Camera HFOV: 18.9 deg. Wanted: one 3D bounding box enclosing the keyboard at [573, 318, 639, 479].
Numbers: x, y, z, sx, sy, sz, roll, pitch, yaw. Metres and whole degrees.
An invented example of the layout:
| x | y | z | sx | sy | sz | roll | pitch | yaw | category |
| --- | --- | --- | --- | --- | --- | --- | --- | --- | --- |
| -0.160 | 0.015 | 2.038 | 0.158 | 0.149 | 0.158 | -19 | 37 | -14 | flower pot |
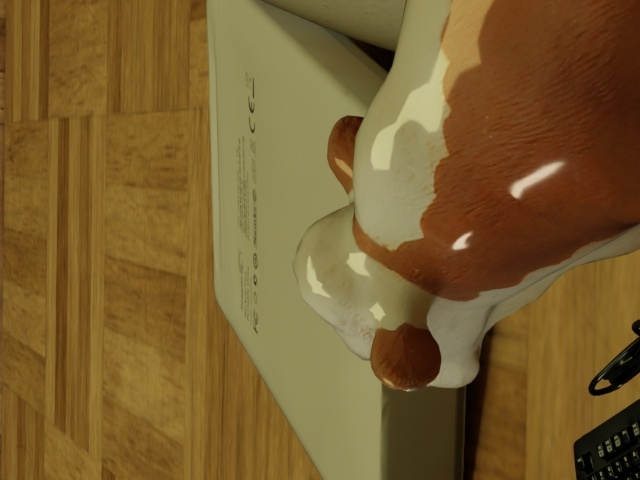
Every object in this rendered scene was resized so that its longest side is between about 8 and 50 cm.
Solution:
| x | y | z | sx | sy | sz | roll | pitch | yaw | category |
| --- | --- | --- | --- | --- | --- | --- | --- | --- | --- |
| 0.127 | 0.071 | 0.713 | 0.192 | 0.038 | 0.100 | 129 | 138 | -62 | keyboard |

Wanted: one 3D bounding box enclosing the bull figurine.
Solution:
| x | y | z | sx | sy | sz | roll | pitch | yaw | category |
| --- | --- | --- | --- | --- | --- | --- | --- | --- | --- |
| 0.099 | -0.085 | 0.553 | 0.101 | 0.188 | 0.310 | -122 | 36 | -60 | bull figurine |

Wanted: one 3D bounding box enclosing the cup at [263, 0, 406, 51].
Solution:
| x | y | z | sx | sy | sz | roll | pitch | yaw | category |
| --- | --- | --- | --- | --- | --- | --- | --- | --- | --- |
| 0.001 | -0.230 | 0.788 | 0.331 | 0.236 | 0.331 | 180 | 90 | -72 | cup |

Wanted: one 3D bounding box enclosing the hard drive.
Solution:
| x | y | z | sx | sy | sz | roll | pitch | yaw | category |
| --- | --- | --- | --- | --- | --- | --- | --- | --- | --- |
| 0.000 | 0.000 | 1.066 | 0.353 | 0.047 | 0.233 | -128 | 35 | -64 | hard drive |
